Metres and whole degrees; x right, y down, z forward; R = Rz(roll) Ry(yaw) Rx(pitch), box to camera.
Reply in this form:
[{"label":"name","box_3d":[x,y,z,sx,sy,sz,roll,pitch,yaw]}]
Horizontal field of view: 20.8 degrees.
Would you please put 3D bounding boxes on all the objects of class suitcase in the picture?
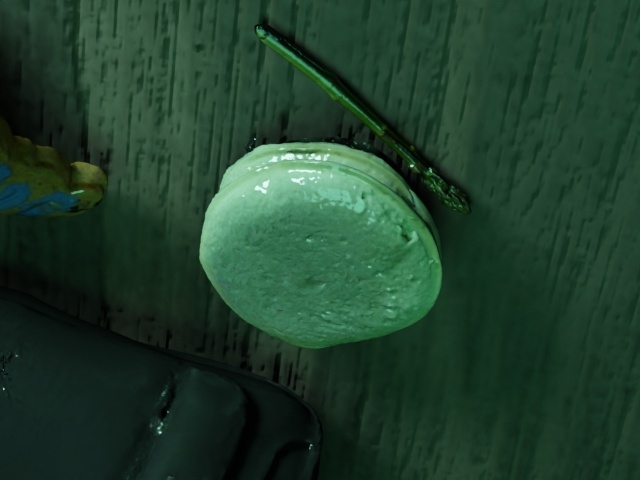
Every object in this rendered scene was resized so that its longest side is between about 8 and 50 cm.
[{"label":"suitcase","box_3d":[-0.165,0.193,0.992,0.339,0.345,0.188,17,121,2]}]

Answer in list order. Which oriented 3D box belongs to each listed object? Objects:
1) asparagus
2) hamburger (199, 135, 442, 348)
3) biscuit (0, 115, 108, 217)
[{"label":"asparagus","box_3d":[0.026,-0.068,0.981,0.166,0.013,0.016,40,120,-15]},{"label":"hamburger","box_3d":[0.000,0.000,1.000,0.140,0.062,0.133,-18,120,25]},{"label":"biscuit","box_3d":[-0.255,-0.054,0.974,0.280,0.043,0.183,10,160,-23]}]
